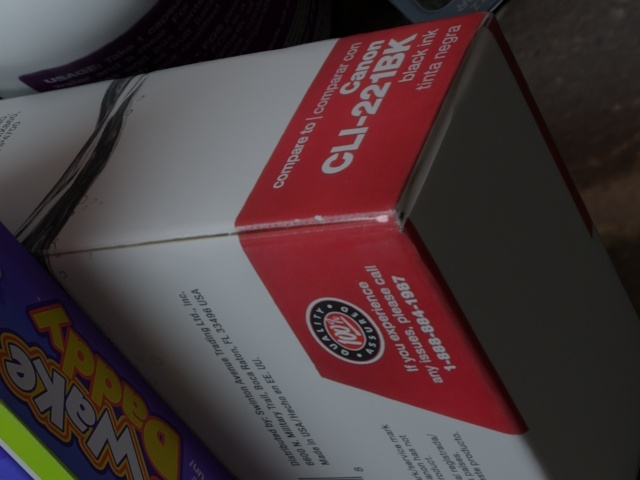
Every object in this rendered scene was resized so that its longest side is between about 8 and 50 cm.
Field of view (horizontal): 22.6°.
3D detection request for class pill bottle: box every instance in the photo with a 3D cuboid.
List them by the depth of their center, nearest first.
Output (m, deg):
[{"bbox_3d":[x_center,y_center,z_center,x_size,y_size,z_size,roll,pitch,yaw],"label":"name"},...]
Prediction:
[{"bbox_3d":[-0.109,-0.139,0.713,0.169,0.301,0.169,-3,79,14],"label":"pill bottle"}]

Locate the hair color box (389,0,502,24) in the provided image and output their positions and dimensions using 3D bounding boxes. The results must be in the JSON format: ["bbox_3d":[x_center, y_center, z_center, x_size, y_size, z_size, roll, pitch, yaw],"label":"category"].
[{"bbox_3d":[0.023,-0.288,0.858,0.185,0.113,0.374,-43,49,10],"label":"hair color box"}]

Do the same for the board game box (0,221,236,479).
[{"bbox_3d":[-0.157,0.126,0.590,0.233,0.347,0.078,-29,28,19],"label":"board game box"}]

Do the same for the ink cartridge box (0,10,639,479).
[{"bbox_3d":[-0.030,0.037,0.641,0.273,0.197,0.114,-6,41,32],"label":"ink cartridge box"}]
